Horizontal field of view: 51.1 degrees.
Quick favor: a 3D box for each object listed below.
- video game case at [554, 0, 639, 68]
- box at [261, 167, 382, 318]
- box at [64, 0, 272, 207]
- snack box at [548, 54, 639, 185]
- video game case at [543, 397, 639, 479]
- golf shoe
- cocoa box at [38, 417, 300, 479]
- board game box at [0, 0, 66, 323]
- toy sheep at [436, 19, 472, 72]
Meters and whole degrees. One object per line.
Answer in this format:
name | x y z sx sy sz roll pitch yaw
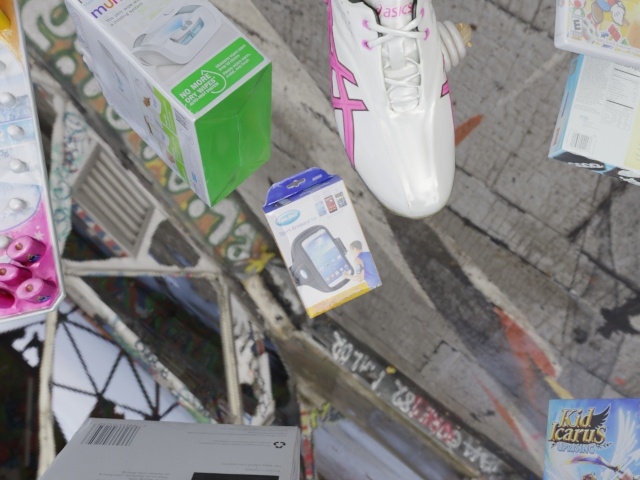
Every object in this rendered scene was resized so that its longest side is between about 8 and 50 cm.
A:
video game case | 0.425 -0.352 0.939 0.227 0.206 0.026 5 177 -24
box | 0.000 0.000 0.646 0.028 0.081 0.136 -127 13 -64
box | -0.186 -0.199 0.868 0.231 0.127 0.262 45 164 11
snack box | 0.573 -0.188 1.152 0.322 0.187 0.060 17 171 -2
video game case | 0.456 0.369 1.030 0.061 0.244 0.269 20 159 -20
golf shoe | 0.035 -0.103 0.380 0.086 0.067 0.186 52 -155 -84
cocoa box | -0.206 0.417 0.963 0.347 0.228 0.231 2 -165 3
board game box | -0.487 -0.079 0.675 0.050 0.390 0.390 102 154 -77
toy sheep | 0.177 -0.299 1.049 0.091 0.132 0.091 58 -174 -10
